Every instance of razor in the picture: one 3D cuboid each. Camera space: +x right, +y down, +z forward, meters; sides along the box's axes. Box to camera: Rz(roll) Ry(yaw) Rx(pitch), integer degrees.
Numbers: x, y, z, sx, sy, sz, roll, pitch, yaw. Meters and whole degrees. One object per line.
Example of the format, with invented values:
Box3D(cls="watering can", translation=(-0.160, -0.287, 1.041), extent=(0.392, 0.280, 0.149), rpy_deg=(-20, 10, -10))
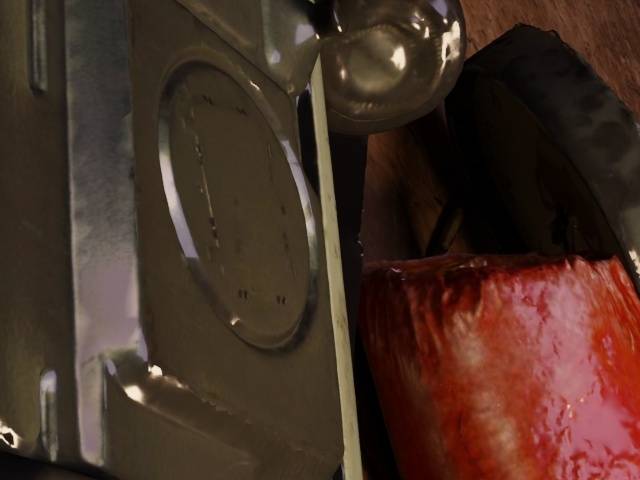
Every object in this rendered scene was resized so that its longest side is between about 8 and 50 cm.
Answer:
Box3D(cls="razor", translation=(-0.048, -0.192, 1.000), extent=(0.204, 0.113, 0.349), rpy_deg=(42, 6, -35))

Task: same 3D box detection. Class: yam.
Box3D(cls="yam", translation=(0.108, -0.003, 1.561), extent=(0.014, 0.014, 0.107), rpy_deg=(66, 23, -17))

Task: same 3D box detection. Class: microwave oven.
Box3D(cls="microwave oven", translation=(-0.125, 0.034, 0.677), extent=(0.333, 0.247, 0.394), rpy_deg=(38, 41, -57))

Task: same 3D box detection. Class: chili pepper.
Box3D(cls="chili pepper", translation=(0.169, 0.133, 1.328), extent=(0.251, 0.229, 0.305), rpy_deg=(-17, 91, -32))

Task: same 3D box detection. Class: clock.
Box3D(cls="clock", translation=(0.212, -0.023, 1.534), extent=(0.325, 0.067, 0.325), rpy_deg=(58, -12, 19))

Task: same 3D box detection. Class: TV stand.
Box3D(cls="TV stand", translation=(0.000, 0.000, 1.258), extent=(0.040, 0.049, 0.256), rpy_deg=(54, 30, -38))
